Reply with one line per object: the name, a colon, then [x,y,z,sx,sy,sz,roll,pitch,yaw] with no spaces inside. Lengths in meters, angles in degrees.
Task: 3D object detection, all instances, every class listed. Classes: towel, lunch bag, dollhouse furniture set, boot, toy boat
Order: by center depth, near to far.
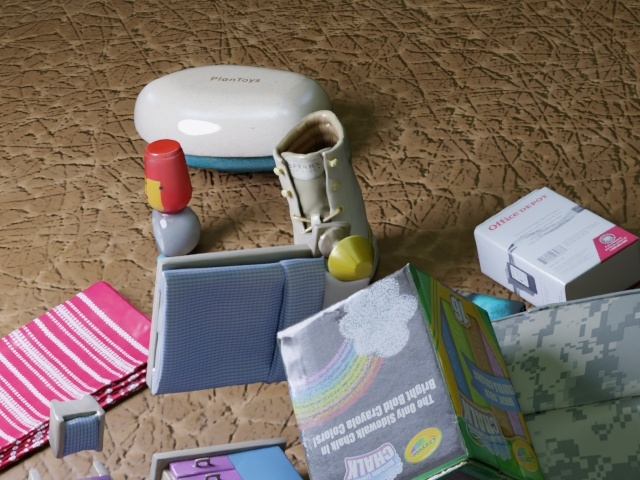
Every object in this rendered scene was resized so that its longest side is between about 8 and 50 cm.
lunch bag: [0.207,0.207,1.156,0.305,0.212,0.256,-12,51,25]
dollhouse furniture set: [-0.080,0.149,1.216,0.287,0.303,0.198,-4,28,-28]
boot: [0.000,0.000,1.532,0.095,0.203,0.262,-3,35,16]
towel: [-0.313,0.149,1.587,0.275,0.031,0.199,-31,38,-22]
toy boat: [-0.139,-0.111,1.810,0.268,0.148,0.318,8,33,20]

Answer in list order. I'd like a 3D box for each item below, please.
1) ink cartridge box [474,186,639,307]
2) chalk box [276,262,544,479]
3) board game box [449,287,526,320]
ink cartridge box: [0.257,0.015,1.546,0.109,0.063,0.150,-30,38,-21]
chalk box: [0.073,0.151,1.059,0.132,0.132,0.213,-29,57,23]
board game box: [0.121,0.119,1.482,0.126,0.026,0.186,10,42,30]
